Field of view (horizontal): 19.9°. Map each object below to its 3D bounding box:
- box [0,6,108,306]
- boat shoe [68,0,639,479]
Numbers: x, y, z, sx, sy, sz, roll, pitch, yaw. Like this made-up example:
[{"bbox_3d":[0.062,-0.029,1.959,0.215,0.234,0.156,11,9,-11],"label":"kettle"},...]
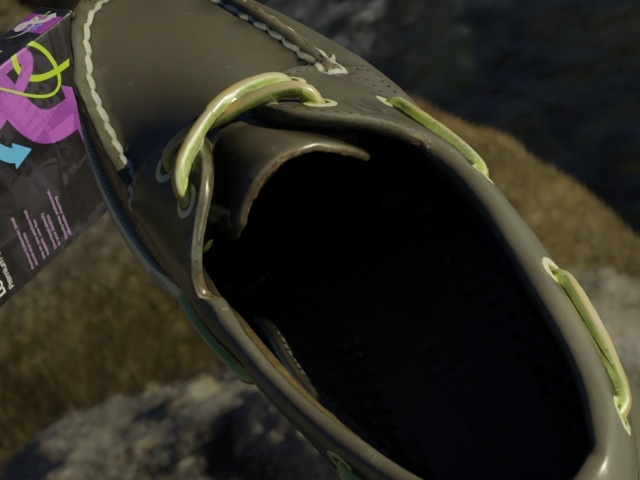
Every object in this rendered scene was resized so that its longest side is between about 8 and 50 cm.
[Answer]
[{"bbox_3d":[-0.172,-0.034,0.972,0.029,0.116,0.162,11,43,38],"label":"box"},{"bbox_3d":[0.004,-0.003,0.581,0.109,0.091,0.305,-38,56,-5],"label":"boat shoe"}]
